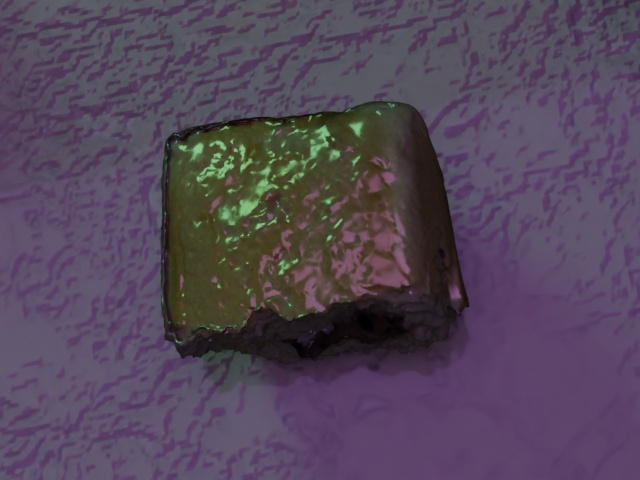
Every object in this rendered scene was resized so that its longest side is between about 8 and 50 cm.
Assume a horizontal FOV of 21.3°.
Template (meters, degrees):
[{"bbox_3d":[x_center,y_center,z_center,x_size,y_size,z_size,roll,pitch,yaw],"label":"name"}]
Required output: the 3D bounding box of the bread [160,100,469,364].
[{"bbox_3d":[-0.002,0.000,0.731,0.125,0.082,0.106,-8,66,14],"label":"bread"}]
